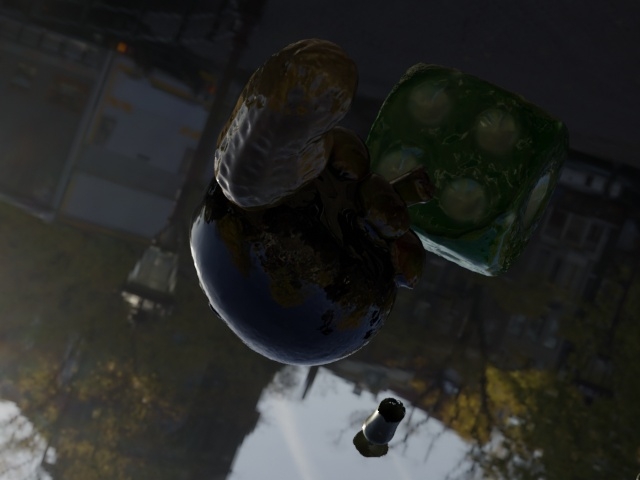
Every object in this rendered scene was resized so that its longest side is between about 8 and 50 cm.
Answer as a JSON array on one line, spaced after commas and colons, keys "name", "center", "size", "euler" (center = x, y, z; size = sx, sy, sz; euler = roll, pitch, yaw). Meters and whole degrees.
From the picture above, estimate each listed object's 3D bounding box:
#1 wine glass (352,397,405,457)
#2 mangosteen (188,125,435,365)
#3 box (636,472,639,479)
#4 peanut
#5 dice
[{"name": "wine glass", "center": [0.068, 0.204, 1.155], "size": [0.042, 0.083, 0.039], "euler": [29, -134, 3]}, {"name": "mangosteen", "center": [0.000, 0.000, 1.259], "size": [0.275, 0.302, 0.275], "euler": [60, -176, -7]}, {"name": "box", "center": [0.567, 0.426, 1.650], "size": [0.172, 0.124, 0.093], "euler": [1, 152, -6]}, {"name": "peanut", "center": [-0.032, -0.108, 1.001], "size": [0.108, 0.095, 0.226], "euler": [3, 148, -23]}, {"name": "dice", "center": [0.239, -0.123, 1.829], "size": [0.300, 0.297, 0.287], "euler": [27, -178, 18]}]
